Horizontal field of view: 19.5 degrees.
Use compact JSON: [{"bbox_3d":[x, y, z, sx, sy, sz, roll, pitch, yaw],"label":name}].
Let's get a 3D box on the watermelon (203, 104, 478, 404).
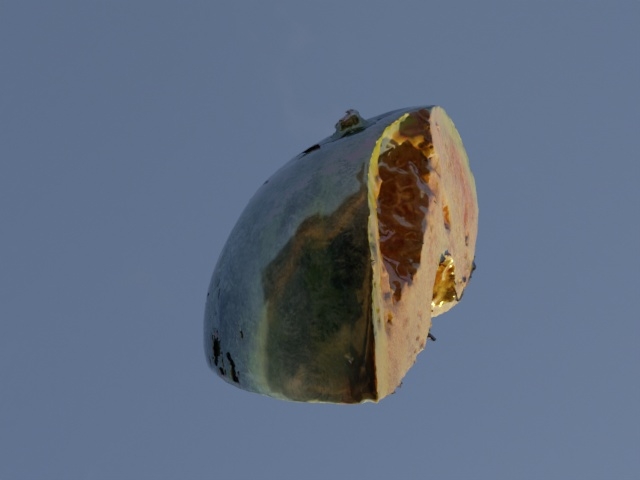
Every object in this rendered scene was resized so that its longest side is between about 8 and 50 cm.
[{"bbox_3d":[0.000,-0.006,1.384,0.188,0.322,0.175,-4,-78,15],"label":"watermelon"}]
